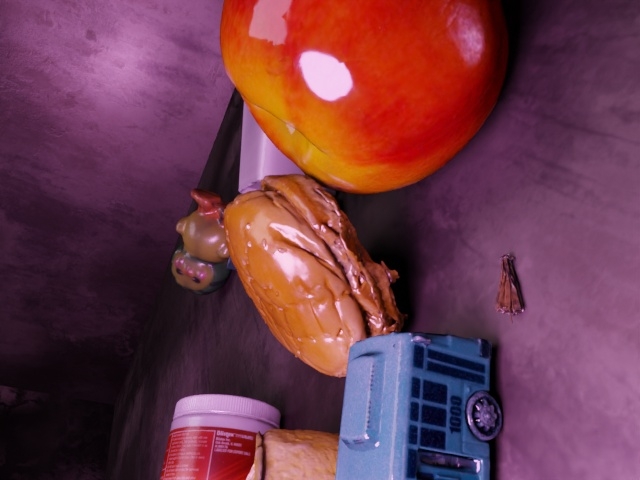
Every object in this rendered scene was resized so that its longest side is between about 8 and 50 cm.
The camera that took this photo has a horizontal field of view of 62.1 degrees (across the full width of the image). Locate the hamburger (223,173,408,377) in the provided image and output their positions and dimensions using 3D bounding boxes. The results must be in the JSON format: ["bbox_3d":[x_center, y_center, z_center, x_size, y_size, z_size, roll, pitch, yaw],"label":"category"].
[{"bbox_3d":[-0.022,0.046,0.769,0.158,0.318,0.319,-34,14,-18],"label":"hamburger"}]

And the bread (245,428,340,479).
[{"bbox_3d":[-0.016,0.338,0.671,0.197,0.171,0.197,-166,90,-80],"label":"bread"}]

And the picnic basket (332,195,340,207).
[{"bbox_3d":[0.000,0.000,1.041,0.110,0.055,0.193,-46,33,45],"label":"picnic basket"}]

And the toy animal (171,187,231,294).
[{"bbox_3d":[-0.345,0.011,1.673,0.191,0.216,0.338,-33,-33,-65],"label":"toy animal"}]

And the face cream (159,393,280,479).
[{"bbox_3d":[-0.178,0.397,0.958,0.201,0.201,0.187,-44,35,49],"label":"face cream"}]

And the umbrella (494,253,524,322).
[{"bbox_3d":[0.202,0.051,0.573,0.020,0.031,0.083,81,-164,-62],"label":"umbrella"}]

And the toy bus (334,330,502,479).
[{"bbox_3d":[0.092,0.219,0.540,0.128,0.147,0.256,-31,46,55],"label":"toy bus"}]

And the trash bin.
[{"bbox_3d":[-0.063,-0.270,1.183,0.296,0.256,0.367,-9,73,64],"label":"trash bin"}]

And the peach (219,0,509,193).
[{"bbox_3d":[0.065,-0.265,0.708,0.388,0.388,0.388,-49,32,44],"label":"peach"}]

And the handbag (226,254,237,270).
[{"bbox_3d":[-0.181,-0.019,1.479,0.179,0.062,0.229,-2,71,63],"label":"handbag"}]
